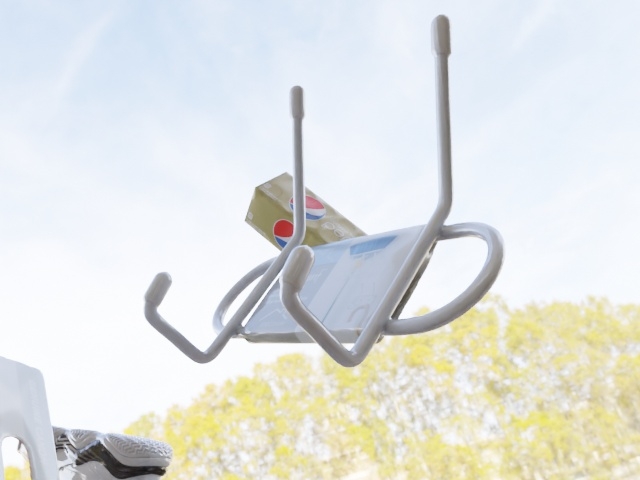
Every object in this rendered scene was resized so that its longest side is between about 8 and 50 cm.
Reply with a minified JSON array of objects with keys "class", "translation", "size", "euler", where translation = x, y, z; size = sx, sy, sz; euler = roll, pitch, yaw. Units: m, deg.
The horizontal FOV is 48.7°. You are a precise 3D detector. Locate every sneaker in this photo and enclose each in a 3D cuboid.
[{"class":"sneaker","translation":[-0.402,0.421,1.168],"size":[0.366,0.210,0.137],"euler":[-6,-23,37]}]

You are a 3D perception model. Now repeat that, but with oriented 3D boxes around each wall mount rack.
[{"class":"wall mount rack","translation":[0.004,-0.030,0.623],"size":[0.350,0.304,0.130],"euler":[-11,-52,49]}]

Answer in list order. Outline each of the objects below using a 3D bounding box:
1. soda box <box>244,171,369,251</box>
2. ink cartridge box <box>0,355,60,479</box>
[{"class":"soda box","translation":[0.000,0.000,0.822],"size":[0.061,0.181,0.058],"euler":[-32,-27,-45]},{"class":"ink cartridge box","translation":[-0.351,0.173,0.468],"size":[0.091,0.308,0.385],"euler":[-39,-41,13]}]
